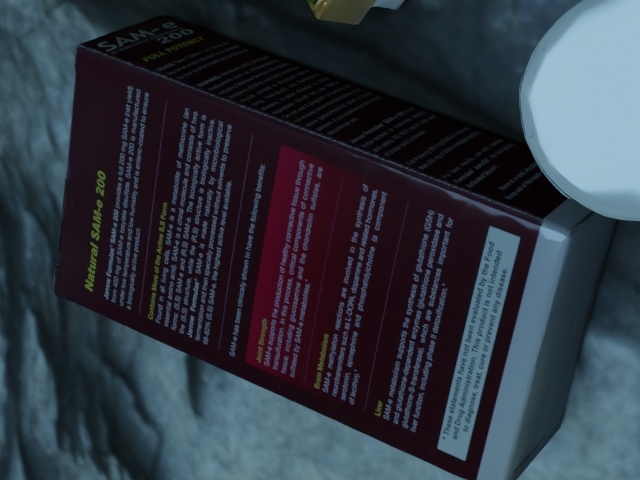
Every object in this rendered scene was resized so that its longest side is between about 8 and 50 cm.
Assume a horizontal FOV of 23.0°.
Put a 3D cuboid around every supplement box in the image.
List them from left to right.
[{"bbox_3d":[0.000,0.000,0.698,0.239,0.073,0.130,22,119,21],"label":"supplement box"}]

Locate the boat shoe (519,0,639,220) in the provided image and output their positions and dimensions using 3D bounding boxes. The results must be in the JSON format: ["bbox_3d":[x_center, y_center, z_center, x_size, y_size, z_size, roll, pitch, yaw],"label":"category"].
[{"bbox_3d":[0.219,-0.075,0.518,0.301,0.102,0.108,-15,98,20],"label":"boat shoe"}]

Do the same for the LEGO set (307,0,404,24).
[{"bbox_3d":[0.075,-0.162,0.562,0.287,0.107,0.132,-12,103,35],"label":"LEGO set"}]
